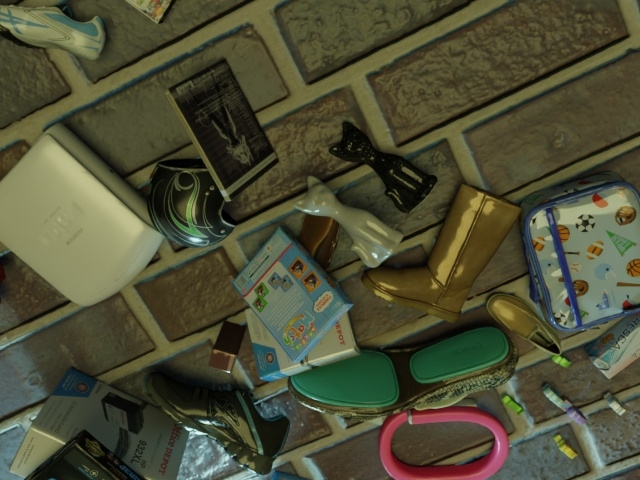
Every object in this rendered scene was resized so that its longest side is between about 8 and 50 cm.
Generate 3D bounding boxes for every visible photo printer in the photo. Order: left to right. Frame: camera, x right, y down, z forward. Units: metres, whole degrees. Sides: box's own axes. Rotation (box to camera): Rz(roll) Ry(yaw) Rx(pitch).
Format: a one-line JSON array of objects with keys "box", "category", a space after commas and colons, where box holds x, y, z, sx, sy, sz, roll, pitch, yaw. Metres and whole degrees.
[{"box": [-0.475, -0.034, 1.310, 0.256, 0.107, 0.307, -41, 105, 14], "category": "photo printer"}]

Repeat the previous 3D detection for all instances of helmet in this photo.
[{"box": [-0.242, -0.067, 1.272, 0.169, 0.169, 0.162, 4, 105, -1], "category": "helmet"}]

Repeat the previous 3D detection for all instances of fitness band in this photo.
[{"box": [0.277, 0.462, 1.517, 0.290, 0.054, 0.209, -4, 110, 3], "category": "fitness band"}]

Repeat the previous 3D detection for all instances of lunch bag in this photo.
[{"box": [0.524, 0.032, 1.329, 0.243, 0.115, 0.304, -18, 108, 9], "category": "lunch bag"}]

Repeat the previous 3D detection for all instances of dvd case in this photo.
[{"box": [-0.174, -0.204, 1.227, 0.018, 0.164, 0.221, -13, 113, 40], "category": "dvd case"}]

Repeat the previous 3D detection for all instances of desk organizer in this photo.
[{"box": [-0.192, 0.218, 1.389, 0.050, 0.130, 0.047, 17, 109, -3], "category": "desk organizer"}]

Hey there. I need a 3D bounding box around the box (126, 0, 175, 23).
[{"box": [-0.275, -0.501, 1.176, 0.114, 0.036, 0.207, 34, 107, -11], "category": "box"}]

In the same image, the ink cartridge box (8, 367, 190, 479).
[{"box": [-0.449, 0.435, 1.420, 0.307, 0.223, 0.129, 28, 107, -10], "category": "ink cartridge box"}]

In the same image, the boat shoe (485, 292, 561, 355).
[{"box": [0.431, 0.176, 1.400, 0.190, 0.072, 0.068, 31, 108, -10], "category": "boat shoe"}]

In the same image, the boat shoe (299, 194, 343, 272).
[{"box": [0.000, 0.000, 1.346, 0.073, 0.073, 0.207, 4, 118, -42], "category": "boat shoe"}]

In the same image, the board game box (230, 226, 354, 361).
[{"box": [-0.059, 0.103, 1.307, 0.160, 0.039, 0.211, -48, 66, 15], "category": "board game box"}]

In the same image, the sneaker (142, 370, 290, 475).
[{"box": [-0.226, 0.369, 1.471, 0.340, 0.125, 0.140, 34, 79, -8], "category": "sneaker"}]

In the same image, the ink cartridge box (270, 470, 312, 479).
[{"box": [-0.058, 0.675, 1.500, 0.168, 0.233, 0.171, 18, 109, -6], "category": "ink cartridge box"}]

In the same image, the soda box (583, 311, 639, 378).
[{"box": [0.655, 0.206, 1.418, 0.183, 0.058, 0.063, -43, 104, 14], "category": "soda box"}]

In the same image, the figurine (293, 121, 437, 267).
[{"box": [0.079, -0.090, 1.265, 0.209, 0.092, 0.215, 35, 73, -4], "category": "figurine"}]

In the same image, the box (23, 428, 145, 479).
[{"box": [-0.441, 0.492, 1.294, 0.175, 0.051, 0.220, -39, 105, 12], "category": "box"}]

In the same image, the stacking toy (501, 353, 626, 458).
[{"box": [0.537, 0.363, 1.480, 0.221, 0.052, 0.167, 38, 106, -12], "category": "stacking toy"}]

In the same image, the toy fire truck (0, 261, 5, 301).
[{"box": [-0.775, 0.086, 1.278, 0.302, 0.254, 0.170, 1, 110, 0], "category": "toy fire truck"}]

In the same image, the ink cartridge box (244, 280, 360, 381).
[{"box": [-0.035, 0.186, 1.365, 0.203, 0.086, 0.148, -17, 69, 7], "category": "ink cartridge box"}]

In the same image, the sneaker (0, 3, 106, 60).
[{"box": [-0.501, -0.389, 1.203, 0.237, 0.085, 0.086, 14, 83, -1], "category": "sneaker"}]

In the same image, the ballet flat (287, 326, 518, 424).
[{"box": [0.180, 0.307, 1.421, 0.482, 0.164, 0.182, -12, 135, 3], "category": "ballet flat"}]

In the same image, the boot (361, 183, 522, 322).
[{"box": [0.236, 0.008, 1.339, 0.236, 0.089, 0.270, 19, 108, -15], "category": "boot"}]
